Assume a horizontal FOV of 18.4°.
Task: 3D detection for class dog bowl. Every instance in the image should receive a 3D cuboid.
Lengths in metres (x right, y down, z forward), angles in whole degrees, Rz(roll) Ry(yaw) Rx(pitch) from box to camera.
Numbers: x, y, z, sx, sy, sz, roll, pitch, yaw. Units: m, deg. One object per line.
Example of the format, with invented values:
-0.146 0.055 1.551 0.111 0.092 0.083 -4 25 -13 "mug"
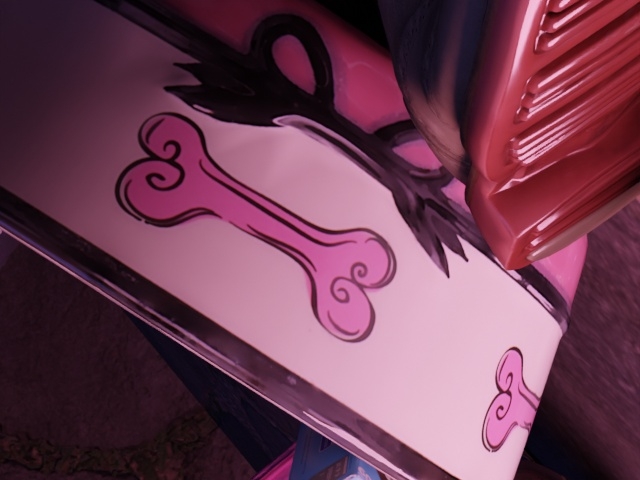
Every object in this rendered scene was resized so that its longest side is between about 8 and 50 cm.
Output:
-0.052 -0.029 0.950 0.408 0.150 0.408 33 176 3 "dog bowl"

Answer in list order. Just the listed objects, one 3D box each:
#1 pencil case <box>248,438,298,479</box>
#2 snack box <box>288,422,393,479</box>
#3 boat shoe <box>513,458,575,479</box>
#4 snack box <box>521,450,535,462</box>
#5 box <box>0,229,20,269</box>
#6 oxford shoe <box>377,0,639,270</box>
0.025 0.145 1.301 0.095 0.209 0.098 48 180 44 "pencil case"
0.098 0.240 1.183 0.322 0.060 0.187 53 -167 -11 "snack box"
0.196 0.230 1.210 0.285 0.103 0.092 43 -161 -29 "boat shoe"
0.119 0.145 1.407 0.178 0.022 0.064 47 167 21 "snack box"
-0.472 -0.216 1.467 0.480 0.297 0.471 10 147 35 "box"
0.062 -0.093 0.634 0.130 0.123 0.348 54 169 14 "oxford shoe"
